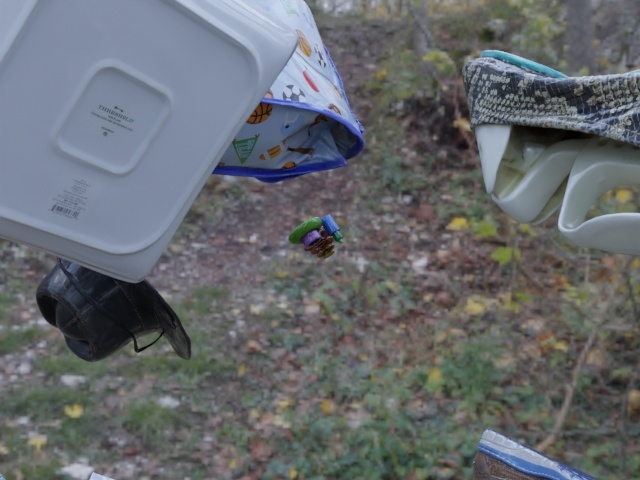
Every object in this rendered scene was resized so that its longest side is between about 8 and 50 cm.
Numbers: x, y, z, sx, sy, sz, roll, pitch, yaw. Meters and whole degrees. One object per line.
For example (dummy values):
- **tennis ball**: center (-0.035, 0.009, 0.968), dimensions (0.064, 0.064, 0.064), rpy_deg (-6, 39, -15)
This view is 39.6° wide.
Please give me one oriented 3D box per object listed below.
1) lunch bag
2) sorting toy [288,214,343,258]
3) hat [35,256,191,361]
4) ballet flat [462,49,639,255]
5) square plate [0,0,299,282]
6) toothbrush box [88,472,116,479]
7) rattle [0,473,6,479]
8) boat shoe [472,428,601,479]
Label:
- **lunch bag**: center (-0.125, -0.281, 1.507), dimensions (0.385, 0.328, 0.239), rpy_deg (-2, -30, -41)
- **sorting toy**: center (0.000, 0.000, 1.190), dimensions (0.061, 0.042, 0.102), rpy_deg (-38, -16, 9)
- **hat**: center (-0.329, 0.098, 1.302), dimensions (0.134, 0.331, 0.331), rpy_deg (-44, 23, -18)
- **ballet flat**: center (0.256, -0.085, 0.835), dimensions (0.164, 0.182, 0.483), rpy_deg (24, 1, -28)
- **square plate**: center (-0.209, -0.125, 0.872), dimensions (0.347, 0.344, 0.049), rpy_deg (24, 13, -49)
- **toothbrush box**: center (-0.215, 0.476, 1.225), dimensions (0.295, 0.126, 0.216), rpy_deg (22, 22, -11)
- **rattle**: center (-0.227, 0.255, 0.742), dimensions (0.143, 0.130, 0.199), rpy_deg (-26, 25, 3)
- **boat shoe**: center (0.192, 0.217, 0.738), dimensions (0.066, 0.066, 0.183), rpy_deg (25, -5, -24)
